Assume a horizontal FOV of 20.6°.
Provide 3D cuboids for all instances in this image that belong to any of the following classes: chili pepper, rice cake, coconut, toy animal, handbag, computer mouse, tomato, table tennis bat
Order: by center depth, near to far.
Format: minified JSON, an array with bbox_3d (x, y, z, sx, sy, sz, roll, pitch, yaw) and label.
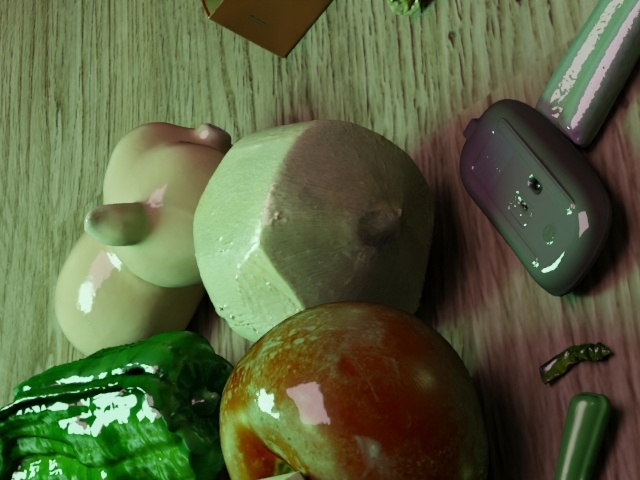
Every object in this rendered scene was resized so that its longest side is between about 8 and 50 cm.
[{"bbox_3d":[0.216,0.262,1.594,0.160,0.039,0.257,9,83,53],"label":"table tennis bat"},{"bbox_3d":[0.239,0.111,1.661,0.083,0.022,0.027,-29,16,40],"label":"chili pepper"},{"bbox_3d":[0.044,0.183,1.678,0.222,0.270,0.270,-35,25,-29],"label":"tomato"},{"bbox_3d":[0.214,-0.044,1.740,0.120,0.057,0.232,-61,40,24],"label":"computer mouse"},{"bbox_3d":[0.292,-0.201,1.749,0.222,0.042,0.080,-59,32,9],"label":"rice cake"},{"bbox_3d":[0.000,0.000,1.838,0.247,0.245,0.245,2,72,60],"label":"coconut"},{"bbox_3d":[-0.242,0.224,2.067,0.385,0.213,0.167,-24,11,37],"label":"chili pepper"},{"bbox_3d":[-0.197,0.007,2.107,0.326,0.237,0.269,-63,19,7],"label":"toy animal"},{"bbox_3d":[-0.039,-0.327,2.157,0.190,0.127,0.063,-48,39,21],"label":"handbag"}]

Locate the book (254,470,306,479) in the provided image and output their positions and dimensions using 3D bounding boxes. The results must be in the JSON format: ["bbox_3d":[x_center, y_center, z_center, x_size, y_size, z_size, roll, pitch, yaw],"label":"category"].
[{"bbox_3d":[-0.007,0.342,1.651,0.027,0.264,0.202,-33,4,-30],"label":"book"}]

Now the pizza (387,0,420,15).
[{"bbox_3d":[0.142,-0.359,2.014,0.161,0.062,0.182,-28,45,49],"label":"pizza"}]
